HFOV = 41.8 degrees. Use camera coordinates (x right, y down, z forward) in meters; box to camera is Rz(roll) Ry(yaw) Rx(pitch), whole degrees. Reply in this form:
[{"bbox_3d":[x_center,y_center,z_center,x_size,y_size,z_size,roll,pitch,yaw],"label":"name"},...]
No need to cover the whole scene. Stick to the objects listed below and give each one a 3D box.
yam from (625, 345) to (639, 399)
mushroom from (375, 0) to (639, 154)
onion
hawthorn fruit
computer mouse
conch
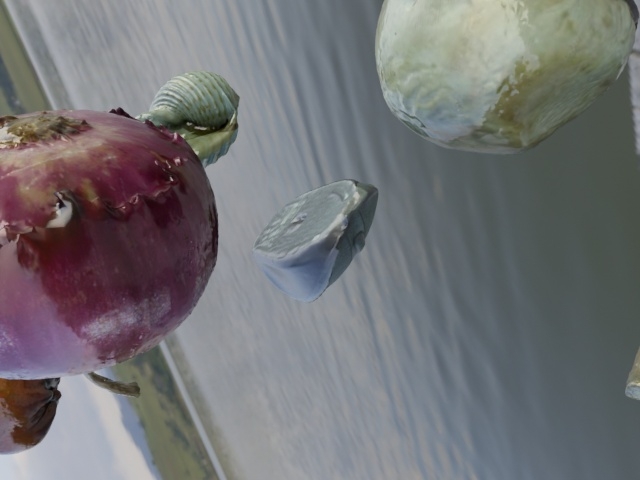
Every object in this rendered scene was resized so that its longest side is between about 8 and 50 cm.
[{"bbox_3d":[0.521,0.116,1.205,0.071,0.317,0.067,-1,127,46],"label":"yam"},{"bbox_3d":[0.178,-0.181,0.867,0.189,0.267,0.163,45,-121,-75],"label":"mushroom"},{"bbox_3d":[-0.291,0.018,0.891,0.358,0.359,0.344,-158,76,-73],"label":"onion"},{"bbox_3d":[-0.607,0.279,1.530,0.224,0.261,0.224,-4,-90,-88],"label":"hawthorn fruit"},{"bbox_3d":[0.003,0.001,1.377,0.114,0.203,0.374,40,166,-15],"label":"computer mouse"},{"bbox_3d":[-0.167,-0.147,1.093,0.135,0.153,0.102,47,174,26],"label":"conch"}]
